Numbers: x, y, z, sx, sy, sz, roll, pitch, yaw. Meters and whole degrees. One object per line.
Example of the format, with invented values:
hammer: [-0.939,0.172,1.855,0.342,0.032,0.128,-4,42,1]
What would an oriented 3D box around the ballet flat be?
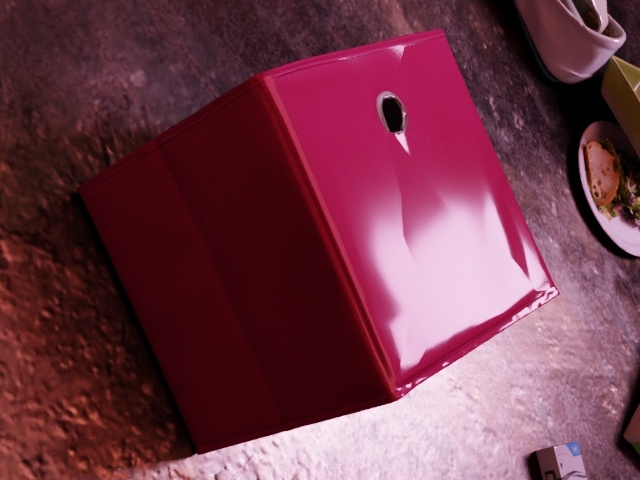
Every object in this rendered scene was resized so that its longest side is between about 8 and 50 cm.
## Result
ballet flat: [0.283,-0.401,1.481,0.139,0.139,0.400,-38,99,-45]

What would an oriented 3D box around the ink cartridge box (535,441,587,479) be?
ink cartridge box: [0.278,0.274,1.259,0.048,0.028,0.083,-2,74,-43]

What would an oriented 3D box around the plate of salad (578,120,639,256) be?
plate of salad: [0.427,-0.076,1.533,0.200,0.048,0.199,19,60,-36]

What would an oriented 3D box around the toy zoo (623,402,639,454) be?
toy zoo: [0.527,0.280,1.459,0.293,0.030,0.192,48,58,-16]

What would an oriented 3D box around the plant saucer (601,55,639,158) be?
plant saucer: [0.462,-0.160,1.562,0.188,0.045,0.188,-1,62,-60]

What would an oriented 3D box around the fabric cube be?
fabric cube: [0.000,0.000,0.957,0.254,0.259,0.258,-23,89,-47]
